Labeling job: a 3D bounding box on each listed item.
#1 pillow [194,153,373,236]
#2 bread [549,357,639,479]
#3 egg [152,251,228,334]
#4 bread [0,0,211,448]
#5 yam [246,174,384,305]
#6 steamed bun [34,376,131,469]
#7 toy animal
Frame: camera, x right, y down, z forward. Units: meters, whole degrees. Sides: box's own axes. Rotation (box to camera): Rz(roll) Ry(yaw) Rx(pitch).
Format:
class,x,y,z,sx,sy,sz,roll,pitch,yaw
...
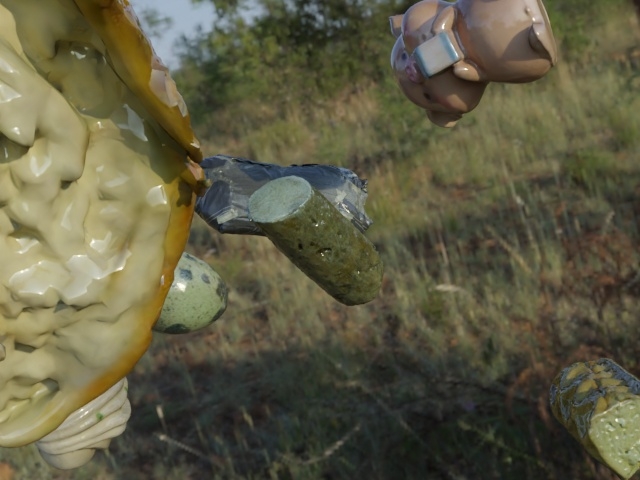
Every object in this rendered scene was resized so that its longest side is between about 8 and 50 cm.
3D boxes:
class,x,y,z,sx,sy,sz,roll,pitch,yaw
pillow,-0.075,-0.074,1.631,0.335,0.092,0.161,2,50,-12
bread,0.184,0.109,0.598,0.066,0.060,0.110,6,5,-1
egg,-0.236,0.083,1.523,0.182,0.141,0.141,16,-1,-18
bread,-0.228,-0.125,0.498,0.250,0.361,0.394,-24,46,0
yam,0.000,0.000,0.995,0.078,0.179,0.078,-23,45,25
steamed bun,-0.285,0.181,1.135,0.106,0.182,0.183,-4,8,-5
toy animal,0.212,-0.272,1.340,0.256,0.195,0.213,-20,6,30
